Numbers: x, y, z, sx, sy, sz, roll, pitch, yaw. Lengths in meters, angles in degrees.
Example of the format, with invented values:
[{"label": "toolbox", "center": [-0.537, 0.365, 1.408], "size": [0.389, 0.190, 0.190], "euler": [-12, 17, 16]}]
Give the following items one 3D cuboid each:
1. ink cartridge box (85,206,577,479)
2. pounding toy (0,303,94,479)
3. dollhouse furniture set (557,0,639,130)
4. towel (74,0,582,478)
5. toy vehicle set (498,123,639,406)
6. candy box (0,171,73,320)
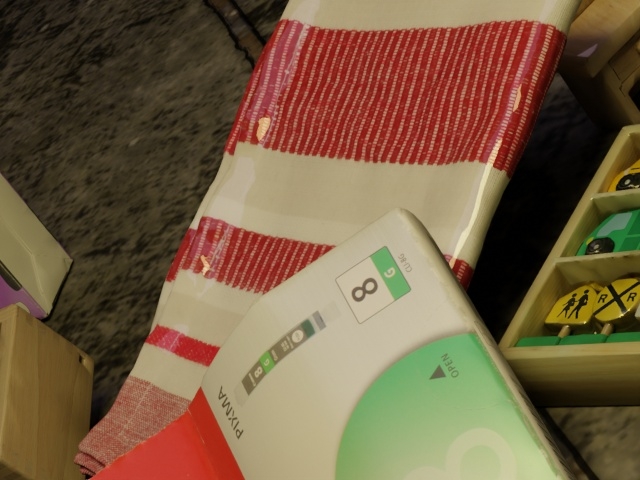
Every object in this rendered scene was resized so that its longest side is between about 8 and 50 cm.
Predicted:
[{"label": "ink cartridge box", "center": [-0.010, 0.116, 0.857], "size": [0.224, 0.056, 0.181], "euler": [-33, 54, 5]}, {"label": "pounding toy", "center": [-0.203, 0.122, 1.130], "size": [0.141, 0.100, 0.130], "euler": [-26, 43, 26]}, {"label": "dollhouse furniture set", "center": [0.287, -0.189, 0.915], "size": [0.303, 0.174, 0.355], "euler": [-45, 28, -13]}, {"label": "towel", "center": [0.000, 0.000, 1.007], "size": [0.237, 0.037, 0.329], "euler": [8, 70, 53]}, {"label": "toy vehicle set", "center": [0.219, 0.000, 0.853], "size": [0.266, 0.035, 0.166], "euler": [-7, 41, 45]}, {"label": "candy box", "center": [-0.303, 0.009, 1.324], "size": [0.196, 0.165, 0.070], "euler": [-23, 29, 27]}]
